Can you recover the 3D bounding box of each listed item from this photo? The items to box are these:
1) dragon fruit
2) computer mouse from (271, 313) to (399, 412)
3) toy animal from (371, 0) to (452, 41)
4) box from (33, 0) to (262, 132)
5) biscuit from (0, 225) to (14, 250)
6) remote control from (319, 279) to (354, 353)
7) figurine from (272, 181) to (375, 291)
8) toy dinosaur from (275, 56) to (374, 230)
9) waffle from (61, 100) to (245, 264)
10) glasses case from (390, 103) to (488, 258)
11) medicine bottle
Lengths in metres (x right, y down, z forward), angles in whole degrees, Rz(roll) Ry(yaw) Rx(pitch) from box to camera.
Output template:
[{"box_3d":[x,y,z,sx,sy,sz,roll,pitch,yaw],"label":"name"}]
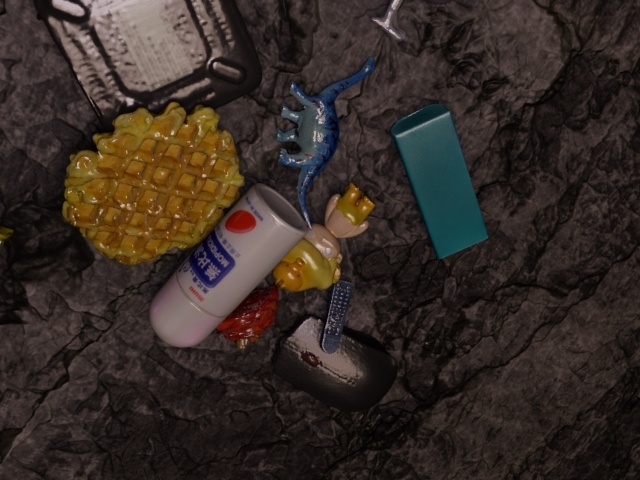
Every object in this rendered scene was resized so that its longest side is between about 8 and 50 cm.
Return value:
[{"box_3d":[-0.143,0.167,1.322,0.162,0.083,0.107,-20,123,-10],"label":"dragon fruit"},{"box_3d":[0.041,0.276,1.430,0.295,0.087,0.168,27,101,-25],"label":"computer mouse"},{"box_3d":[0.148,-0.439,1.113,0.366,0.081,0.206,11,116,-14],"label":"toy animal"},{"box_3d":[-0.260,-0.318,1.040,0.288,0.073,0.290,-25,122,-5],"label":"box"},{"box_3d":[-0.613,0.098,1.163,0.048,0.026,0.292,23,107,-30],"label":"biscuit"},{"box_3d":[0.030,0.157,1.372,0.043,0.027,0.153,16,87,-11],"label":"remote control"},{"box_3d":[0.000,0.000,1.260,0.246,0.131,0.156,-44,86,8],"label":"figurine"},{"box_3d":[-0.020,-0.194,1.179,0.144,0.076,0.329,20,92,-21],"label":"toy dinosaur"},{"box_3d":[-0.277,-0.089,1.115,0.301,0.068,0.325,-25,139,-8],"label":"waffle"},{"box_3d":[0.234,-0.112,1.313,0.117,0.070,0.301,-23,122,1],"label":"glasses case"},{"box_3d":[-0.181,0.058,1.211,0.130,0.130,0.341,35,109,-29],"label":"medicine bottle"}]
